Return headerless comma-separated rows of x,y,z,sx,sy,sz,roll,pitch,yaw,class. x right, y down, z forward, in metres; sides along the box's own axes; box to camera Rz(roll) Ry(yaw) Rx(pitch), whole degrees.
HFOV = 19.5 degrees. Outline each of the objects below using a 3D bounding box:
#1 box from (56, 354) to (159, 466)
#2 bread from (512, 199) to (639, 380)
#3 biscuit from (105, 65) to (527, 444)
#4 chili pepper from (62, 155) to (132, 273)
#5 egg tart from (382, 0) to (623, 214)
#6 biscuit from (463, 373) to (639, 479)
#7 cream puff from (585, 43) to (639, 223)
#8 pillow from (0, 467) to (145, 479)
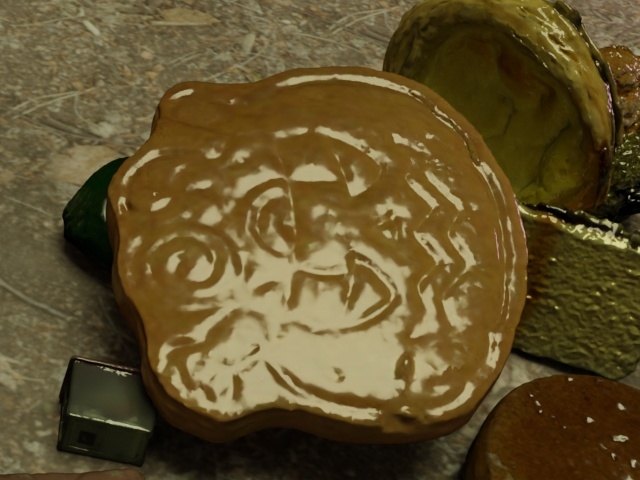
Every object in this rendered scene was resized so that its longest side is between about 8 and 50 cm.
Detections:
-0.172,0.141,1.531,0.084,0.060,0.063,13,42,-11,box
0.195,0.035,1.778,0.266,0.142,0.178,21,-4,6,bread
0.000,-0.001,1.606,0.365,0.062,0.385,0,54,-11,biscuit
-0.107,-0.002,1.686,0.264,0.116,0.148,35,43,20,chili pepper
0.185,-0.131,1.855,0.279,0.279,0.095,36,37,21,egg tart
0.307,0.237,1.619,0.367,0.063,0.314,25,35,7,biscuit
0.292,-0.093,1.944,0.183,0.183,0.169,-16,70,-37,cream puff
-0.234,0.250,1.346,0.236,0.084,0.223,4,42,-16,pillow
